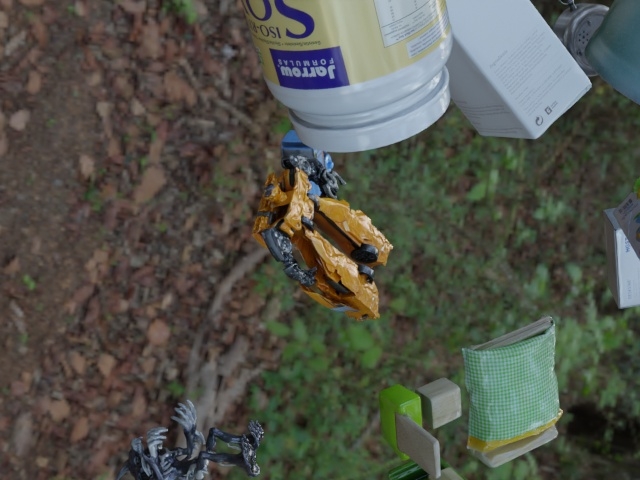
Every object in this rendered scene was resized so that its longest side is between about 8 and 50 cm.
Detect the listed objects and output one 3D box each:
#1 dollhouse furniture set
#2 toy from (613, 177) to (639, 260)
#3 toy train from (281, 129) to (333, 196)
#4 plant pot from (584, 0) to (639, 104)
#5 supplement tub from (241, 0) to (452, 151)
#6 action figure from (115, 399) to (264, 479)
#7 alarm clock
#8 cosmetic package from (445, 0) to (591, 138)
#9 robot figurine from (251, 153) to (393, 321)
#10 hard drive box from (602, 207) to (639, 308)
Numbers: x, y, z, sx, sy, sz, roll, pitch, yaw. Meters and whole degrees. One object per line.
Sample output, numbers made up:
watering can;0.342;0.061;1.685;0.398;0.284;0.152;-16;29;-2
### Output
dollhouse furniture set;0.249;0.259;1.463;0.302;0.151;0.197;-20;121;-24
toy;0.533;-0.032;1.615;0.137;0.056;0.237;-49;-161;20
toy train;-0.021;-0.127;1.966;0.105;0.080;0.184;-57;146;-55
plant pot;0.470;-0.248;1.188;0.293;0.293;0.196;-36;149;-55
supplement tub;0.025;-0.298;1.268;0.241;0.241;0.331;-52;135;-44
action figure;-0.241;0.359;1.844;0.164;0.276;0.141;-63;141;-67
alarm clock;0.477;-0.378;1.924;0.129;0.064;0.192;-37;109;-9
cosmetic package;0.264;-0.366;1.859;0.156;0.217;0.385;-44;110;-9
robot figurine;0.000;0.000;1.664;0.291;0.085;0.211;40;50;-37
hard drive box;0.667;0.017;2.026;0.089;0.232;0.181;-93;173;-61
